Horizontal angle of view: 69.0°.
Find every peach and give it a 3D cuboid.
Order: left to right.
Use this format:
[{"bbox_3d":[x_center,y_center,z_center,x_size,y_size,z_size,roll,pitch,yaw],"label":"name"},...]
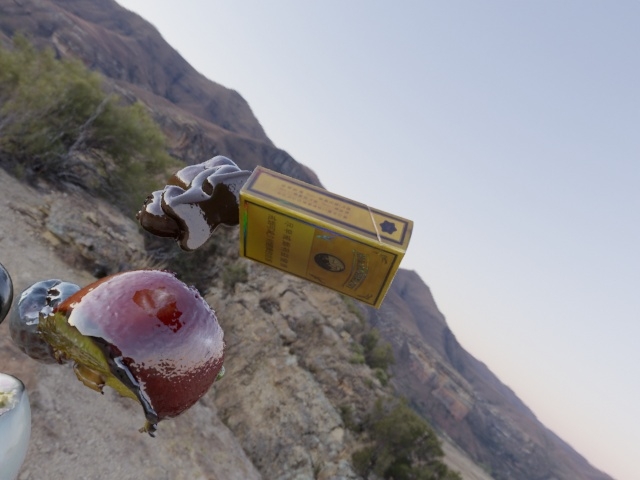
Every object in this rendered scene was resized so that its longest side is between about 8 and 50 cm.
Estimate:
[{"bbox_3d":[-0.410,0.230,1.046,0.339,0.352,0.416,19,-2,17],"label":"peach"}]

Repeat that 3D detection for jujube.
[{"bbox_3d":[-0.791,0.249,1.398,0.308,0.216,0.246,106,-32,-54],"label":"jujube"}]

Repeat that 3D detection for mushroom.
[{"bbox_3d":[-0.462,-0.199,1.991,0.345,0.346,0.259,39,-35,32],"label":"mushroom"}]

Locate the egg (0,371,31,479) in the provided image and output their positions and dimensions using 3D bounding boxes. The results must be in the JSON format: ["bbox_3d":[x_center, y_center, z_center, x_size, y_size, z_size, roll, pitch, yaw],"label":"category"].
[{"bbox_3d":[-0.866,0.514,1.057,0.355,0.339,0.354,6,8,-1],"label":"egg"}]

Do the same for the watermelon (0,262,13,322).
[{"bbox_3d":[-0.751,0.118,0.950,0.212,0.212,0.212,41,-2,2],"label":"watermelon"}]

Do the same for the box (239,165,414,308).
[{"bbox_3d":[0.000,0.000,0.871,0.302,0.084,0.192,20,-37,6],"label":"box"}]

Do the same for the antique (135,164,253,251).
[{"bbox_3d":[-0.248,-0.079,0.955,0.143,0.257,0.121,21,-45,39],"label":"antique"}]

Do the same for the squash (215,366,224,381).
[{"bbox_3d":[-0.388,0.391,1.367,0.069,0.239,0.069,-8,90,-72],"label":"squash"}]
